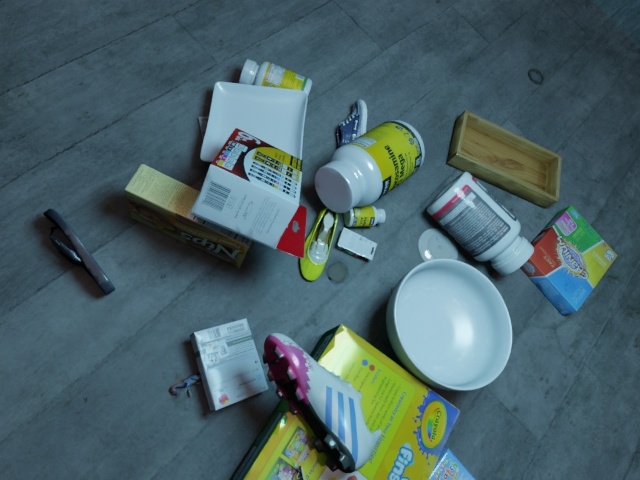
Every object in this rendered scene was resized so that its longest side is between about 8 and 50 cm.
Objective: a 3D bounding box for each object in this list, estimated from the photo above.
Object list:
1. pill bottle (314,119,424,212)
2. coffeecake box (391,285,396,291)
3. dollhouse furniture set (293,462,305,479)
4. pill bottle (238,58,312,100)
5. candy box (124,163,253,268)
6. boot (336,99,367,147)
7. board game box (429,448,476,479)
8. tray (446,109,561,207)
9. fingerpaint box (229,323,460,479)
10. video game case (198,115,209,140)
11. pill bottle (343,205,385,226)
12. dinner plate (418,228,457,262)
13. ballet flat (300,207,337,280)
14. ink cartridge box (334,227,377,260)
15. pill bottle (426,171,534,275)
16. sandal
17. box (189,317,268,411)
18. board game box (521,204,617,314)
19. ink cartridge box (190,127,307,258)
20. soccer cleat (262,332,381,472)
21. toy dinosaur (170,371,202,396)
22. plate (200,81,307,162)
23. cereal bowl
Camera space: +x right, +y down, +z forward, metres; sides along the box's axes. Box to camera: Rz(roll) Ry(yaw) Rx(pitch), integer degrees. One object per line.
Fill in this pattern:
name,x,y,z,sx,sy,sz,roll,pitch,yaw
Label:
pill bottle,0.144,-0.216,1.308,0.334,0.188,0.188,-36,84,-35
coffeecake box,0.294,0.219,1.285,0.142,0.068,0.185,2,70,-18
dollhouse furniture set,-0.017,0.482,0.884,0.091,0.114,0.081,-8,69,-16
pill bottle,-0.141,-0.481,1.380,0.208,0.117,0.117,19,66,-11
candy box,-0.319,-0.052,1.126,0.316,0.183,0.087,25,66,-7
boot,0.100,-0.380,1.445,0.086,0.069,0.190,7,70,-18
board game box,0.351,0.680,1.147,0.160,0.039,0.211,-40,86,-26
tray,0.661,-0.288,1.590,0.411,0.076,0.202,23,65,-10
fingerpaint box,0.060,0.494,1.055,0.371,0.163,0.445,36,65,-1
video game case,-0.309,-0.316,1.323,0.087,0.011,0.122,-9,73,-21
pill bottle,0.134,-0.073,1.345,0.116,0.065,0.065,-2,71,-18
dinner plate,0.378,0.025,1.414,0.141,0.017,0.141,7,67,-16
ballet flat,0.000,0.000,1.267,0.077,0.077,0.231,22,65,-10
ink cartridge box,0.106,0.015,1.323,0.115,0.029,0.063,25,64,-9
pill bottle,0.503,-0.047,1.391,0.318,0.176,0.176,45,64,3
sandal,-0.587,0.028,1.058,0.054,0.097,0.254,-36,84,-25
box,-0.223,0.299,1.087,0.145,0.038,0.186,-10,72,-38
board game box,0.845,0.061,1.522,0.316,0.064,0.242,-39,85,-26
ink cartridge box,-0.131,-0.123,1.081,0.272,0.130,0.309,24,26,-13
soccer cleat,0.003,0.329,0.962,0.143,0.116,0.331,-28,81,-39
toy dinosaur,-0.316,0.343,1.072,0.082,0.047,0.090,1,37,-8
plate,-0.185,-0.325,1.283,0.278,0.045,0.277,5,67,-2
cereal bowl,0.320,0.224,1.174,0.339,0.141,0.339,6,70,-16
